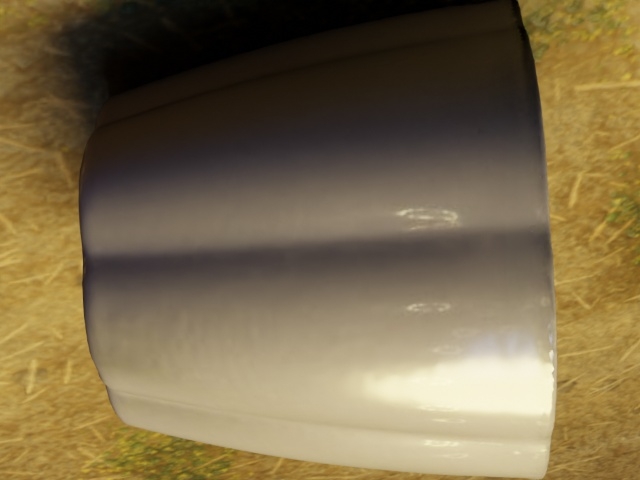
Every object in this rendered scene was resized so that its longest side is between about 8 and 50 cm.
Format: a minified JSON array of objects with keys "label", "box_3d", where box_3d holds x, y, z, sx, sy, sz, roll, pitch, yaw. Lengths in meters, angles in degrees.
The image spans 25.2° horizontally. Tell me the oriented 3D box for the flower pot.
[{"label":"flower pot","box_3d":[0.000,0.000,0.800,0.243,0.265,0.265,-1,148,4]}]
